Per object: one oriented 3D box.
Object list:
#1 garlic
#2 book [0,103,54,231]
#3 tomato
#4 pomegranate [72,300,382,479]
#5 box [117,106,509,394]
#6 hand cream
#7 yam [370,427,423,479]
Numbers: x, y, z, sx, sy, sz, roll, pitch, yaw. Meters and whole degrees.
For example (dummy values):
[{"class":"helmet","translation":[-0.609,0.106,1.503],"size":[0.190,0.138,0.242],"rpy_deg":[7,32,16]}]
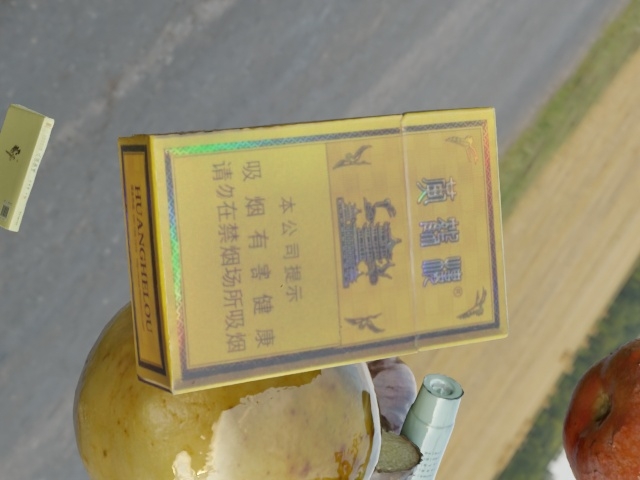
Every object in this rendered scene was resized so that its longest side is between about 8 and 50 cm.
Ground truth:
[{"class":"garlic","translation":[-0.005,0.197,1.832],"size":[0.245,0.245,0.160],"rpy_deg":[-56,154,-6]},{"class":"book","translation":[-0.285,-0.069,1.344],"size":[0.014,0.077,0.111],"rpy_deg":[17,93,-40]},{"class":"tomato","translation":[0.369,0.211,1.543],"size":[0.208,0.184,0.208],"rpy_deg":[-53,-160,29]},{"class":"pomegranate","translation":[-0.082,0.166,1.367],"size":[0.307,0.307,0.307],"rpy_deg":[-54,169,-16]},{"class":"box","translation":[0.000,0.000,1.138],"size":[0.084,0.302,0.192],"rpy_deg":[8,-76,62]},{"class":"hand cream","translation":[0.102,0.310,1.767],"size":[0.058,0.085,0.331],"rpy_deg":[-61,169,-62]},{"class":"yam","translation":[0.023,0.326,1.713],"size":[0.128,0.129,0.238],"rpy_deg":[-13,130,-44]}]
